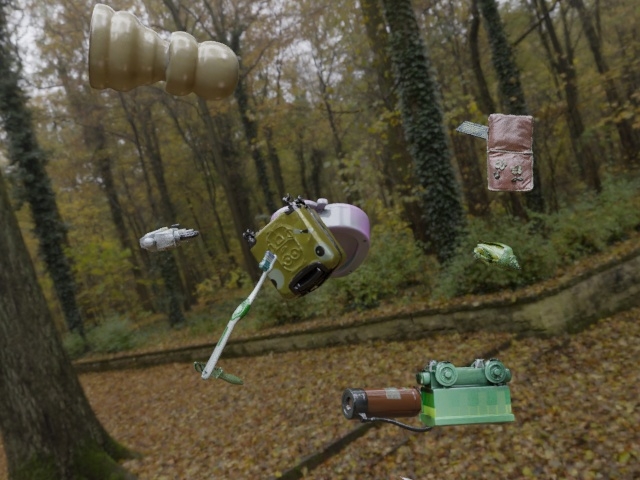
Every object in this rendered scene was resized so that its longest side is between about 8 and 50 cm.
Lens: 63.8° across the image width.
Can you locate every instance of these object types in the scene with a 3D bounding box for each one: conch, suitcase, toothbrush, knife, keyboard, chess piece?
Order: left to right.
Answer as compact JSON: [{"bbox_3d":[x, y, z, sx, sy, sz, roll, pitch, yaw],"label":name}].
[{"bbox_3d":[-0.324,-0.383,1.096,0.300,0.166,0.167,5,-9,-19],"label":"chess piece"},{"bbox_3d":[-0.359,0.479,1.845,0.020,0.043,0.293,5,-21,31],"label":"knife"},{"bbox_3d":[-0.170,0.157,1.094,0.303,0.030,0.030,-63,17,-18],"label":"toothbrush"},{"bbox_3d":[-0.059,0.023,1.345,0.194,0.234,0.143,-40,-13,18],"label":"suitcase"},{"bbox_3d":[0.551,-0.381,1.788,0.055,0.014,0.176,-40,38,-11],"label":"keyboard"},{"bbox_3d":[0.618,0.053,1.807,0.095,0.079,0.201,-38,31,-25],"label":"conch"}]

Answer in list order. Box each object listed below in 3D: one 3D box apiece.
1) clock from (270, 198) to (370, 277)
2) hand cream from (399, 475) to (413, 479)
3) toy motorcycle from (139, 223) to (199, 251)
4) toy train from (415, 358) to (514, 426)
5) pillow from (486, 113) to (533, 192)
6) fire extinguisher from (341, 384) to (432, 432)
[{"bbox_3d":[0.000,0.000,1.713,0.339,0.102,0.338,0,-38,0],"label":"clock"},{"bbox_3d":[0.317,0.774,1.598,0.142,0.053,0.084,25,-16,31],"label":"hand cream"},{"bbox_3d":[-0.476,-0.002,1.563,0.229,0.074,0.151,-4,10,45],"label":"toy motorcycle"},{"bbox_3d":[0.441,0.463,1.571,0.301,0.202,0.120,1,-10,-11],"label":"toy train"},{"bbox_3d":[0.534,-0.246,1.453,0.126,0.232,0.043,2,-10,9],"label":"pillow"},{"bbox_3d":[0.276,0.641,1.936,0.376,0.200,0.113,5,-38,-23],"label":"fire extinguisher"}]
